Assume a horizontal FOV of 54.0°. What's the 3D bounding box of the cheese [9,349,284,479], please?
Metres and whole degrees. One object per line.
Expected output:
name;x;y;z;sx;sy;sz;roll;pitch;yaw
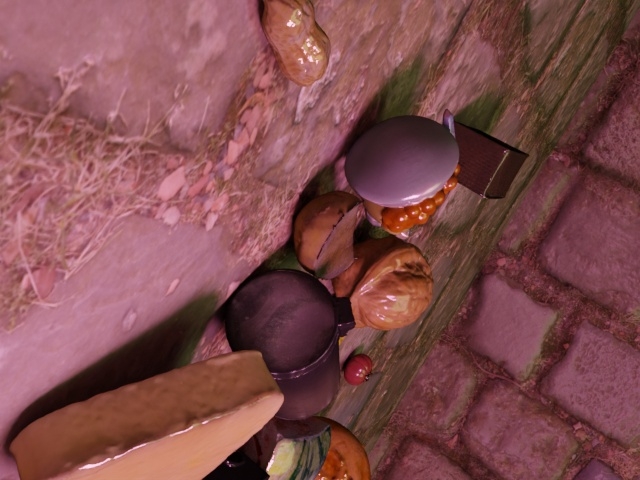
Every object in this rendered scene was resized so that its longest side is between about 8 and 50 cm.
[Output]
cheese;-0.270;0.337;0.989;0.384;0.104;0.384;-26;152;-15

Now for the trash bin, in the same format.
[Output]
trash bin;-0.058;0.213;1.223;0.252;0.203;0.301;-11;148;-4

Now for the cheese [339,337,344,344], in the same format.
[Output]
cheese;0.045;0.185;1.592;0.250;0.064;0.156;-64;159;-9

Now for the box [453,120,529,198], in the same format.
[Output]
box;0.436;-0.215;1.709;0.273;0.184;0.143;-7;128;-62

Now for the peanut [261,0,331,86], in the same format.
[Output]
peanut;-0.028;-0.262;0.815;0.080;0.080;0.174;-54;159;-7

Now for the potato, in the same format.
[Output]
potato;0.000;0.000;1.203;0.138;0.098;0.243;-45;158;-24

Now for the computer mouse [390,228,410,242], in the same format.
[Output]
computer mouse;0.222;-0.016;1.720;0.066;0.039;0.096;-20;137;-57

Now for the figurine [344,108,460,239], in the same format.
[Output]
figurine;0.133;-0.100;1.267;0.224;0.205;0.382;-59;178;-24

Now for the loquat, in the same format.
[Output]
loquat;-0.021;0.649;1.740;0.328;0.328;0.328;-45;155;-28

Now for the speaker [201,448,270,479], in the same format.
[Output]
speaker;-0.264;0.543;1.269;0.232;0.184;0.254;-60;160;6

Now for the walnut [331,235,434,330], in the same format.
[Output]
walnut;0.142;0.104;1.471;0.257;0.224;0.257;-38;154;-23

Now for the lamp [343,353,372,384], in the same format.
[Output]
lamp;0.121;0.413;2.013;0.107;0.092;0.107;-47;157;-27

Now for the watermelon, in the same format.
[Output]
watermelon;-0.106;0.506;1.501;0.261;0.201;0.213;11;114;-51
